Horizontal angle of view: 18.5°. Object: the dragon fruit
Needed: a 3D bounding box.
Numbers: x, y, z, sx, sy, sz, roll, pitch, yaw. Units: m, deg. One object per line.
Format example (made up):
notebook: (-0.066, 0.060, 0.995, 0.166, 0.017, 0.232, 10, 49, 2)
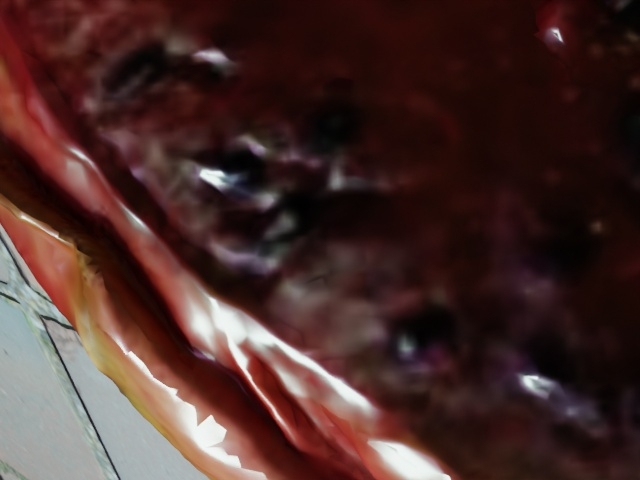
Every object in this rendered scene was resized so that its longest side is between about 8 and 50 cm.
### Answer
dragon fruit: (-0.010, 0.002, 0.585, 0.329, 0.228, 0.286, 99, 162, -76)
